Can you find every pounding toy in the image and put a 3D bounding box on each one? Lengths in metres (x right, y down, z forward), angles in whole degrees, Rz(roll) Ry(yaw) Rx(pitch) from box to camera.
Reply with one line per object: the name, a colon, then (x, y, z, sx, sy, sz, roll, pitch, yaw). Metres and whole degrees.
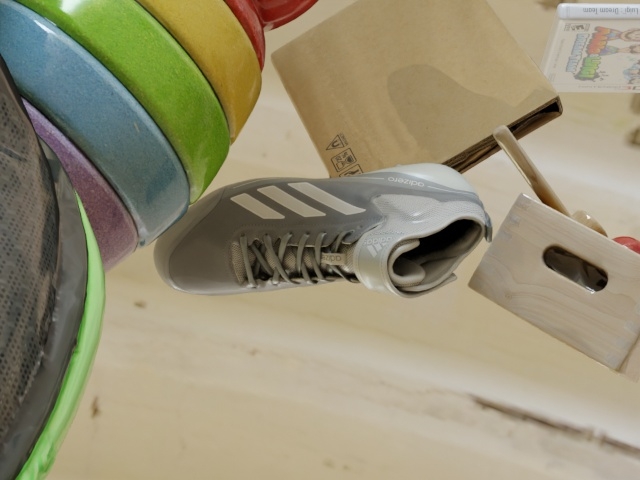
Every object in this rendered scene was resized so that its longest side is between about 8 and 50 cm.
pounding toy: (0.163, 0.012, 0.868, 0.100, 0.141, 0.130, -60, -21, 1)

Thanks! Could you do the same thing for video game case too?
video game case: (0.264, -0.161, 1.127, 0.157, 0.143, 0.019, 80, -169, -74)

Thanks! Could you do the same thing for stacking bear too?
stacking bear: (-0.100, -0.098, 0.684, 0.289, 0.164, 0.175, -50, -61, -19)

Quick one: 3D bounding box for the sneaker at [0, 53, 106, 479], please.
sneaker: (-0.204, -0.102, 0.463, 0.202, 0.185, 0.483, 63, -172, -61)

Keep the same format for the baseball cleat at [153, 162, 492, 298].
baseball cleat: (0.000, 0.000, 0.797, 0.109, 0.205, 0.072, -109, 4, -65)

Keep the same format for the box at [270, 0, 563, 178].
box: (0.063, -0.116, 0.963, 0.164, 0.201, 0.021, -30, -44, 5)
